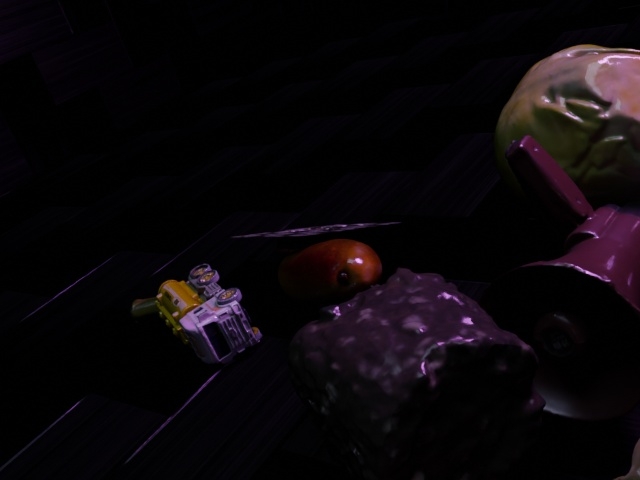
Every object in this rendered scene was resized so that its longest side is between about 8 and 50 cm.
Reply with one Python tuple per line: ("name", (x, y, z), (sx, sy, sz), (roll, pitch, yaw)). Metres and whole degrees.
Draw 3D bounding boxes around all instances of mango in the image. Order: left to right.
("mango", (0.016, 0.054, 1.098), (0.133, 0.111, 0.267), (-32, 13, -23))

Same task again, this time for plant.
("plant", (0.079, 0.143, 0.770), (0.215, 0.213, 0.312), (-27, 28, -12))

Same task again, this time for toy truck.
("toy truck", (-0.192, 0.123, 1.128), (0.114, 0.098, 0.227), (-31, 26, -18))

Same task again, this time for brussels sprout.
("brussels sprout", (0.427, -0.165, 1.048), (0.344, 0.268, 0.344), (-5, -12, -1))

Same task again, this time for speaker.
("speaker", (0.304, 0.028, 0.857), (0.259, 0.198, 0.329), (28, 39, 16))

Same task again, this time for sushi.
("sushi", (0.000, 0.000, 1.248), (0.193, 0.043, 0.280), (-1, 6, 42))

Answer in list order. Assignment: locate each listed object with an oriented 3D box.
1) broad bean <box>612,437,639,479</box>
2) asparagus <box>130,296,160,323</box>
("broad bean", (0.300, 0.252, 0.590), (0.207, 0.072, 0.153), (-45, 32, -24))
("asparagus", (-0.261, 0.112, 1.257), (0.179, 0.041, 0.045), (-15, 18, 4))
